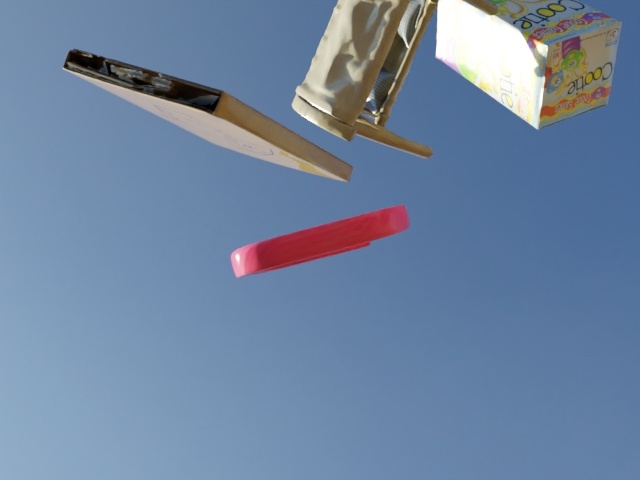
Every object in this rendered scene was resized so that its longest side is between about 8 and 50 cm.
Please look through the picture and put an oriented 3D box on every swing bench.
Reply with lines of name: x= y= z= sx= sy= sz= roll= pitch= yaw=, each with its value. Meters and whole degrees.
swing bench: x=0.091 y=-0.275 z=1.267 sx=0.254 sy=0.165 sz=0.253 roll=4 pitch=-65 yaw=-57

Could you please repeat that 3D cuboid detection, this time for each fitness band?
fitness band: x=0.000 y=0.000 z=1.410 sx=0.290 sy=0.209 sz=0.054 roll=-16 pitch=-93 yaw=3

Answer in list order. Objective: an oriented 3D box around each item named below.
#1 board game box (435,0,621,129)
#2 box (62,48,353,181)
board game box: x=0.320 y=-0.316 z=1.406 sx=0.144 sy=0.275 sz=0.142 roll=-21 pitch=-48 yaw=-20
box: x=-0.086 y=-0.099 z=0.733 sx=0.164 sy=0.021 sz=0.201 roll=20 pitch=-1 yaw=31
